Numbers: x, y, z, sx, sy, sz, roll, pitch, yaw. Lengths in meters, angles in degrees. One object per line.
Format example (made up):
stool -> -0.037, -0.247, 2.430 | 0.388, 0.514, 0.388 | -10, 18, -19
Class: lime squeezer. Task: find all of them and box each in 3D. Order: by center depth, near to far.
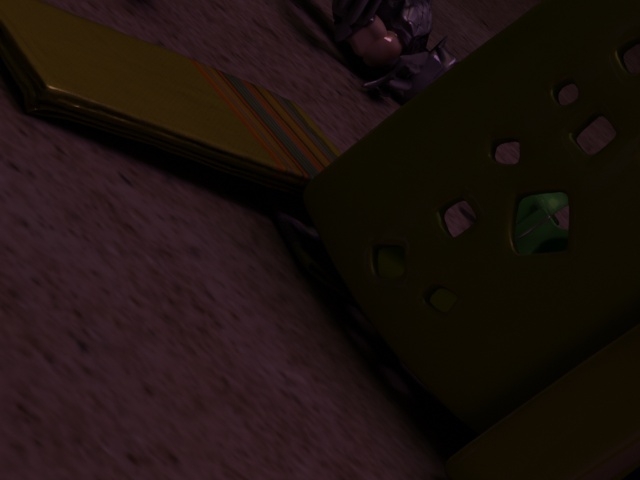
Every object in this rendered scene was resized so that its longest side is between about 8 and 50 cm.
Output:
lime squeezer -> 0.154, 0.026, 1.175 | 0.310, 0.058, 0.110 | -107, 177, -61

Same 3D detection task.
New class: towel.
towel -> -0.071, -0.066, 0.890 | 0.237, 0.021, 0.102 | 18, 25, -48
towel -> 0.000, 0.000, 0.925 | 0.060, 0.009, 0.083 | 32, 20, -36

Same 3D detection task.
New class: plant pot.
plant pot -> 0.163, 0.026, 0.875 | 0.227, 0.228, 0.207 | 28, 32, -46

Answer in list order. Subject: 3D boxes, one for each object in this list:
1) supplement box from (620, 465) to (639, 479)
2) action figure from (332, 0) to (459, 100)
supplement box -> 0.168, 0.234, 0.430 | 0.356, 0.195, 0.194 | 33, 20, -29
action figure -> 0.018, -0.203, 1.312 | 0.285, 0.099, 0.185 | 49, 8, 2
